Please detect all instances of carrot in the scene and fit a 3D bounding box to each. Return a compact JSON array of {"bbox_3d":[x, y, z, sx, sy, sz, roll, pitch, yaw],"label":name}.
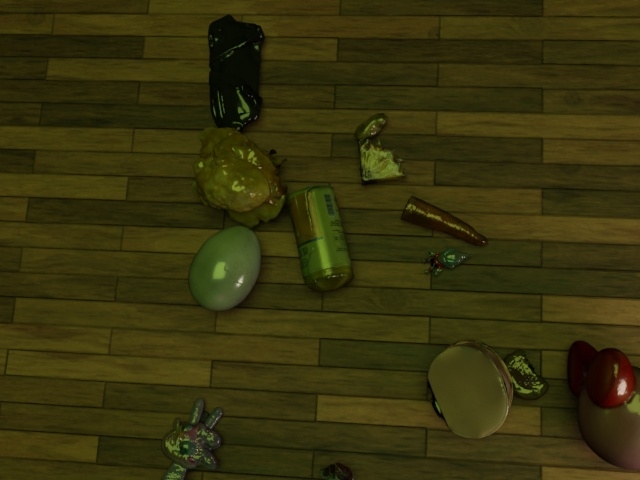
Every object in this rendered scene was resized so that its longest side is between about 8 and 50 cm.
[{"bbox_3d":[0.292,-0.037,1.914,0.209,0.061,0.061,24,81,5],"label":"carrot"}]

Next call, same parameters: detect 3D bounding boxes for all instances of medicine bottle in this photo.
[{"bbox_3d":[0.000,0.000,1.900,0.124,0.124,0.239,-12,77,3],"label":"medicine bottle"}]

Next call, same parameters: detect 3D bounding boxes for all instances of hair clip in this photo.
[{"bbox_3d":[-0.300,0.495,1.837,0.137,0.090,0.279,25,81,2],"label":"hair clip"}]

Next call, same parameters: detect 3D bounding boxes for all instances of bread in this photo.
[{"bbox_3d":[0.441,0.302,1.817,0.082,0.060,0.113,-31,74,-2],"label":"bread"}]

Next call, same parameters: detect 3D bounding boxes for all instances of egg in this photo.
[{"bbox_3d":[-0.215,0.062,1.891,0.151,0.151,0.209,28,81,11],"label":"egg"}]

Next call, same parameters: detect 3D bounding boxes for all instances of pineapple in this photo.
[{"bbox_3d":[0.133,-0.175,1.950,0.137,0.069,0.116,34,82,10],"label":"pineapple"}]

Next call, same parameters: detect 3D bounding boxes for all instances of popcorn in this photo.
[{"bbox_3d":[-0.191,-0.149,1.918,0.253,0.190,0.191,28,89,7],"label":"popcorn"}]

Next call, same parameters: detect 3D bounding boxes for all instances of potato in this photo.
[{"bbox_3d":[0.123,-0.272,1.984,0.092,0.046,0.045,-38,63,7],"label":"potato"}]

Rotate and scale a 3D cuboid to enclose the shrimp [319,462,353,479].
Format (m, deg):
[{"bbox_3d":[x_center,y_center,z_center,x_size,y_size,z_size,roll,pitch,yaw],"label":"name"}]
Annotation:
[{"bbox_3d":[-0.036,0.672,1.741,0.221,0.166,0.411,30,87,-16],"label":"shrimp"}]

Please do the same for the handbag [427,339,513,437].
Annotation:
[{"bbox_3d":[0.323,0.315,1.774,0.179,0.116,0.205,-28,76,24],"label":"handbag"}]

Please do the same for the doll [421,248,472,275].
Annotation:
[{"bbox_3d":[0.292,0.042,1.902,0.114,0.039,0.057,-16,34,11],"label":"doll"}]

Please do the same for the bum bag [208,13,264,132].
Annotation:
[{"bbox_3d":[-0.206,-0.413,2.032,0.142,0.080,0.327,-5,78,8],"label":"bum bag"}]

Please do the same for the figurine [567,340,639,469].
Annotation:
[{"bbox_3d":[0.625,0.356,1.706,0.261,0.270,0.211,26,88,0],"label":"figurine"}]
